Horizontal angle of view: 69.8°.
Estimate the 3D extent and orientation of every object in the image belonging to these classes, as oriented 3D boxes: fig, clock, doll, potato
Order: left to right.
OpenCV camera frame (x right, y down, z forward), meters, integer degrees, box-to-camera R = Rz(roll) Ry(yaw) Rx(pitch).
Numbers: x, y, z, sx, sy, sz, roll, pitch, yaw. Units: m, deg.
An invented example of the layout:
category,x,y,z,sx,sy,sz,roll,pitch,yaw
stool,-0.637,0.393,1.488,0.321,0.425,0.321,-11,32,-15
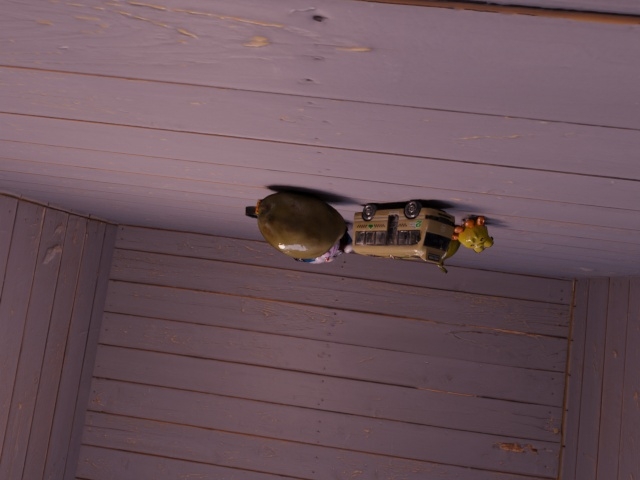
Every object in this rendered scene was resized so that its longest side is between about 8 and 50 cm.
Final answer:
category,x,y,z,sx,sy,sz,roll,pitch,yaw
clock,-0.272,-0.126,2.207,0.184,0.040,0.184,7,175,1
potato,-0.072,-0.052,1.665,0.326,0.243,0.221,5,153,-39
doll,0.000,0.000,2.217,0.284,0.240,0.310,-44,161,29
fig,0.517,0.023,1.964,0.142,0.186,0.148,23,170,13
doll,0.578,-0.031,1.740,0.143,0.135,0.221,-33,147,27

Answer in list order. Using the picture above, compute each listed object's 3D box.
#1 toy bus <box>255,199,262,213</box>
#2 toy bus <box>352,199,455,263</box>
category,x,y,z,sx,sy,sz,roll,pitch,yaw
toy bus,-0.193,-0.125,1.953,0.162,0.069,0.074,14,172,-42
toy bus,0.290,-0.026,1.648,0.177,0.202,0.365,13,172,-38
